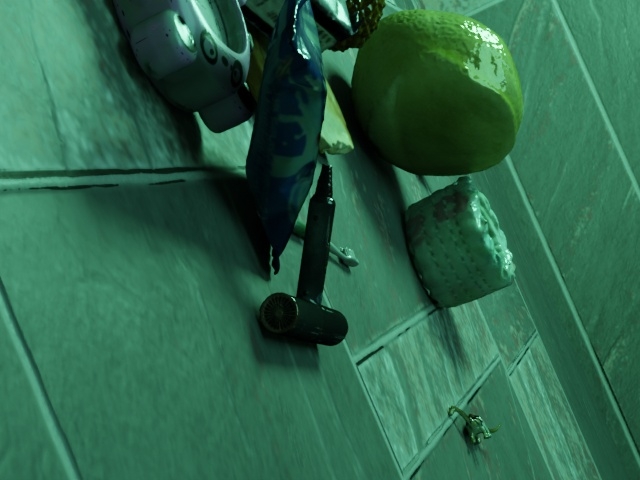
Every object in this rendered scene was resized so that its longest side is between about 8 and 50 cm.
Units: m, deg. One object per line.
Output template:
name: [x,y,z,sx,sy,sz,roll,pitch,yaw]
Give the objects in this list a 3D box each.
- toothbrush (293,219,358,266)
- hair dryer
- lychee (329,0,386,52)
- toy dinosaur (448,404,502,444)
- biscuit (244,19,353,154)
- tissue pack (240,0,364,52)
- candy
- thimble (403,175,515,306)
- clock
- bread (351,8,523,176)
toothbrush: [0.000,0.000,1.567,0.257,0.018,0.024,29,37,-65]
hair dryer: [0.001,0.018,1.345,0.173,0.050,0.195,30,72,-70]
lychee: [0.011,-0.414,1.894,0.200,0.200,0.238,-34,106,-74]
toy dinosaur: [0.254,0.304,1.920,0.180,0.037,0.058,37,37,-58]
biscuit: [-0.047,-0.232,1.701,0.309,0.040,0.205,20,49,-67]
tissue pack: [-0.111,-0.419,1.558,0.361,0.122,0.259,34,32,-44]
candy: [-0.038,-0.132,1.323,0.187,0.077,0.331,-88,-173,-50]
thimble: [0.243,0.004,2.111,0.185,0.149,0.211,8,60,-70]
clock: [-0.152,-0.257,1.322,0.227,0.090,0.248,40,32,-57]
bread: [0.203,-0.263,2.087,0.320,0.320,0.237,42,45,-55]
